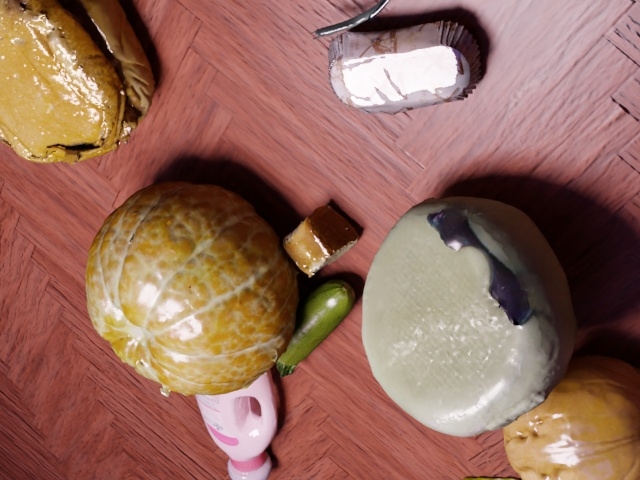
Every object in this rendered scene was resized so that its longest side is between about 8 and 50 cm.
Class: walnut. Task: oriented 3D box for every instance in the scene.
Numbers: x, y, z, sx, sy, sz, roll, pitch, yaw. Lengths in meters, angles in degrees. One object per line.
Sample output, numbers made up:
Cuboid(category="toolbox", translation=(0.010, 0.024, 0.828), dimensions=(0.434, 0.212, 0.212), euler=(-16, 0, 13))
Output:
Cuboid(category="walnut", translation=(0.334, 0.244, 1.257), dimensions=(0.195, 0.195, 0.222), euler=(50, 145, -9))

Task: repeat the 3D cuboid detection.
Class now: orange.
Cuboid(category="orange", translation=(-0.188, 0.074, 1.443), dimensions=(0.329, 0.249, 0.329), euler=(26, 140, 24))

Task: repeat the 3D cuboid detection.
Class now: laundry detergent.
Cuboid(category="laundry detergent", translation=(-0.141, 0.295, 1.717), dimensions=(0.159, 0.088, 0.335), euler=(14, 132, 27))

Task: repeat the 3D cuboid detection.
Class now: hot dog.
Cuboid(category="hot dog", translation=(0.094, -0.199, 1.152), dimensions=(0.191, 0.059, 0.108), euler=(0, 126, 33))

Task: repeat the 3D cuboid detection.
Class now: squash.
Cuboid(category="squash", translation=(-0.017, 0.127, 1.498), dimensions=(0.066, 0.066, 0.252), euler=(41, 138, 1))

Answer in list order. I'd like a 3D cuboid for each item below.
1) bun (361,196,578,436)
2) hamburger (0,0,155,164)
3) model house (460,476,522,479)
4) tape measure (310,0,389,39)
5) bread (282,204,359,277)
Cuboid(category="bun", translation=(0.197, 0.093, 1.220), dimensions=(0.293, 0.187, 0.293), euler=(-7, 81, 48))
Cuboid(category="hamburger", translation=(-0.384, -0.246, 1.389), dimensions=(0.319, 0.158, 0.318), euler=(19, 133, 22))
Cuboid(category="model house", translation=(0.272, 0.496, 1.473), dimensions=(0.303, 0.237, 0.215), euler=(16, 130, 28))
Cuboid(category="tape measure", translation=(0.045, -0.351, 1.059), dimensions=(0.164, 0.084, 0.330), euler=(42, 148, -1))
Cuboid(category="bread", translation=(0.000, -0.002, 1.377), dimensions=(0.070, 0.077, 0.083), euler=(53, 138, 4))
